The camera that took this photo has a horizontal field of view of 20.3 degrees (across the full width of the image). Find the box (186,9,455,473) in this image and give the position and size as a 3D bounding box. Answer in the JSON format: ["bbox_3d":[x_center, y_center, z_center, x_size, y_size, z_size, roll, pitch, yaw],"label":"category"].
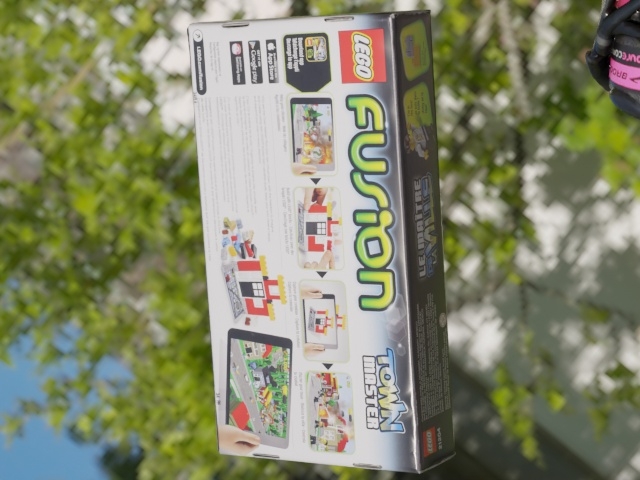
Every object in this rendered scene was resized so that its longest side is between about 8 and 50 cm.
[{"bbox_3d":[0.000,0.000,0.827,0.114,0.207,0.036,2,-171,32],"label":"box"}]

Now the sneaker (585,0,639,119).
[{"bbox_3d":[0.285,-0.185,1.287,0.185,0.202,0.483,13,141,55],"label":"sneaker"}]
